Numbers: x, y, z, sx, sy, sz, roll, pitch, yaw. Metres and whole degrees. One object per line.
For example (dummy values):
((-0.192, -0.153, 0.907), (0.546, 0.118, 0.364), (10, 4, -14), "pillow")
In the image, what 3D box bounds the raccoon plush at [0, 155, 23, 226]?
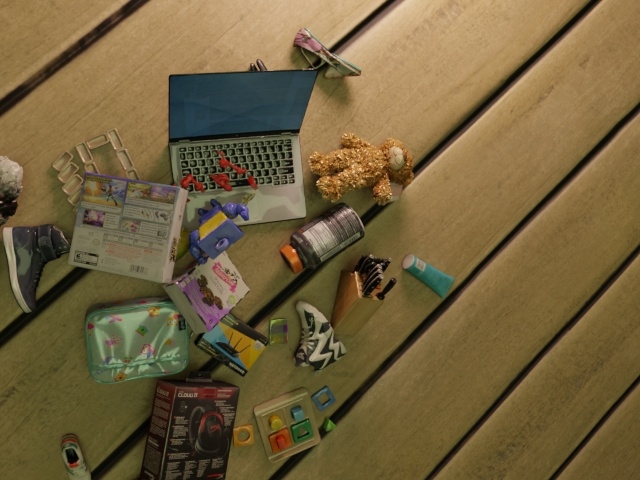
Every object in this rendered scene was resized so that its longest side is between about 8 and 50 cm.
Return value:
((-0.882, -0.007, 1.276), (0.216, 0.299, 0.446), (18, 92, -2), "raccoon plush")

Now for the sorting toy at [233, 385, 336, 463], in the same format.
((-0.100, 0.581, 1.786), (0.348, 0.047, 0.196), (-18, 102, -17), "sorting toy")

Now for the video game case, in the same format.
((-0.492, -0.034, 1.466), (0.270, 0.061, 0.244), (10, 90, 11), "video game case")

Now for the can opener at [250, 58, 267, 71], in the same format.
((-0.145, -0.434, 1.656), (0.059, 0.073, 0.186), (-30, 106, 26), "can opener")

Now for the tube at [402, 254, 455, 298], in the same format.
((0.362, 0.116, 1.902), (0.207, 0.052, 0.080), (32, 90, -25), "tube")

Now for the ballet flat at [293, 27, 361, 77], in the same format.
((0.015, -0.533, 1.692), (0.221, 0.077, 0.079), (32, 103, -15), "ballet flat")

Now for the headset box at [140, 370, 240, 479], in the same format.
((-0.356, 0.514, 1.599), (0.218, 0.110, 0.293), (14, 82, -44), "headset box")

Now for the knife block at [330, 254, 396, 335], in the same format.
((0.131, 0.175, 1.719), (0.088, 0.242, 0.275), (11, 93, -20), "knife block")

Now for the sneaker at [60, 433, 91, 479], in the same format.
((-0.673, 0.617, 1.568), (0.057, 0.075, 0.161), (-16, 101, -17), "sneaker")

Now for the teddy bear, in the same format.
((0.130, -0.220, 1.714), (0.338, 0.113, 0.245), (2, 57, -10), "teddy bear")

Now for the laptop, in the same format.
((-0.203, -0.231, 1.554), (0.382, 0.236, 0.407), (-8, 99, -18), "laptop")

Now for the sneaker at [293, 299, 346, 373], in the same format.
((-0.038, 0.309, 1.751), (0.153, 0.094, 0.235), (-42, 118, -20), "sneaker")

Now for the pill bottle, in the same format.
((0.000, 0.000, 1.711), (0.246, 0.130, 0.130), (-33, 106, -13), "pill bottle")

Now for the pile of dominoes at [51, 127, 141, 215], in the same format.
((-0.587, -0.149, 1.542), (0.196, 0.040, 0.251), (-25, 96, -12), "pile of dominoes")

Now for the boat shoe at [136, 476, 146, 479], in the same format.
((-0.539, 0.753, 1.612), (0.116, 0.123, 0.324), (29, 84, -17), "boat shoe")

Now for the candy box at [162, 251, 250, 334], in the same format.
((-0.312, 0.135, 1.597), (0.164, 0.070, 0.196), (59, 43, -16), "candy box")

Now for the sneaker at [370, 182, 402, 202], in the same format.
((0.194, -0.154, 1.805), (0.134, 0.051, 0.070), (7, 96, -19), "sneaker")

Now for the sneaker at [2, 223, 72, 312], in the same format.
((-0.713, 0.067, 1.484), (0.164, 0.086, 0.226), (-9, 98, -16), "sneaker")

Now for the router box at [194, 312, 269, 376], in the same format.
((-0.262, 0.299, 1.696), (0.179, 0.046, 0.133), (38, 83, -19), "router box")

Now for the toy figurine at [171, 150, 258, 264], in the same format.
((-0.311, -0.033, 1.497), (0.363, 0.217, 0.191), (-37, 131, 3), "toy figurine")

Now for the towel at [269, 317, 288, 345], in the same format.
((-0.130, 0.281, 1.761), (0.060, 0.009, 0.083), (-4, 97, -19), "towel")

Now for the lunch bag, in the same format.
((-0.495, 0.274, 1.575), (0.279, 0.108, 0.224), (-4, 97, -19), "lunch bag")
